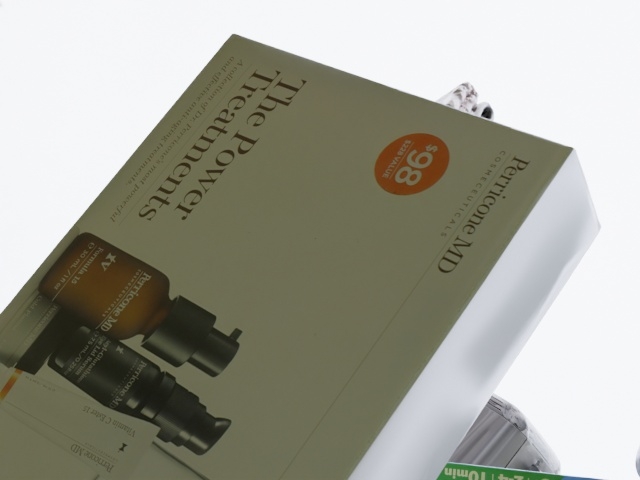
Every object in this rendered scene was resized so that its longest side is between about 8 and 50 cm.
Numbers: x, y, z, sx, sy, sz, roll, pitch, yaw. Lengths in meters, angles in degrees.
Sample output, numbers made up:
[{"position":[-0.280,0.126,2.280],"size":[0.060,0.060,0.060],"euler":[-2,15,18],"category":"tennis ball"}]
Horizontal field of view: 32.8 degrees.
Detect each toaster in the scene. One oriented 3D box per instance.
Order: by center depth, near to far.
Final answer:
[{"position":[0.155,0.244,1.200],"size":[0.129,0.146,0.227],"euler":[51,-13,-24],"category":"toaster"}]

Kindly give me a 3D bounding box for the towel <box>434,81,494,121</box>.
[{"position":[0.000,0.000,0.989],"size":[0.317,0.332,0.053],"euler":[-35,-82,30],"category":"towel"}]

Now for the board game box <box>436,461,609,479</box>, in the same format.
[{"position":[0.100,0.253,0.702],"size":[0.160,0.039,0.211],"euler":[7,-101,-5],"category":"board game box"}]

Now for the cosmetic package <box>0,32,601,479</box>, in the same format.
[{"position":[-0.052,0.067,0.665],"size":[0.284,0.097,0.377],"euler":[25,-109,35],"category":"cosmetic package"}]

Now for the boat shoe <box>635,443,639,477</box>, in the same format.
[{"position":[0.291,0.087,0.744],"size":[0.083,0.226,0.076],"euler":[57,-29,5],"category":"boat shoe"}]
